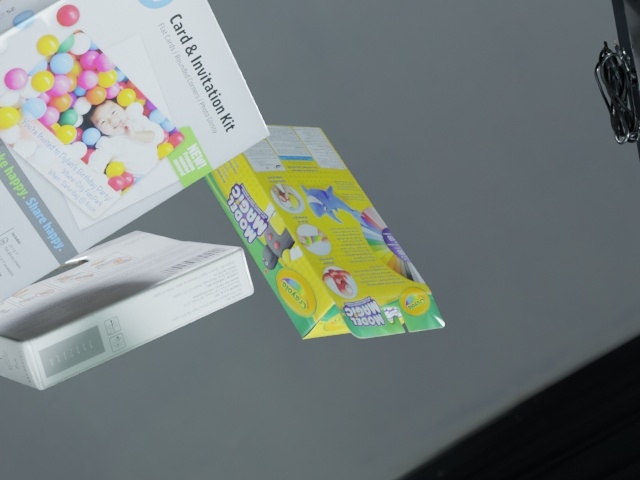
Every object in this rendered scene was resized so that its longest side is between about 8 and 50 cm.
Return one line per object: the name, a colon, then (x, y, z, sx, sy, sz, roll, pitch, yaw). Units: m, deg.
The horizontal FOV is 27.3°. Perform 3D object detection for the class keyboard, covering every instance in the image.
keyboard: (0.255, -0.123, 1.074, 0.100, 0.038, 0.192, 13, 64, -44)

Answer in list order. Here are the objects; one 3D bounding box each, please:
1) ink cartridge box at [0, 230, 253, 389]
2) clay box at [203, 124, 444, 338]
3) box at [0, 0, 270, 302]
ink cartridge box: (-0.273, 0.075, 1.593, 0.261, 0.296, 0.066, 8, -64, 53)
clay box: (0.000, 0.000, 1.098, 0.127, 0.053, 0.222, -2, 53, -48)
box: (-0.135, -0.066, 0.706, 0.038, 0.186, 0.145, 48, -12, 46)
